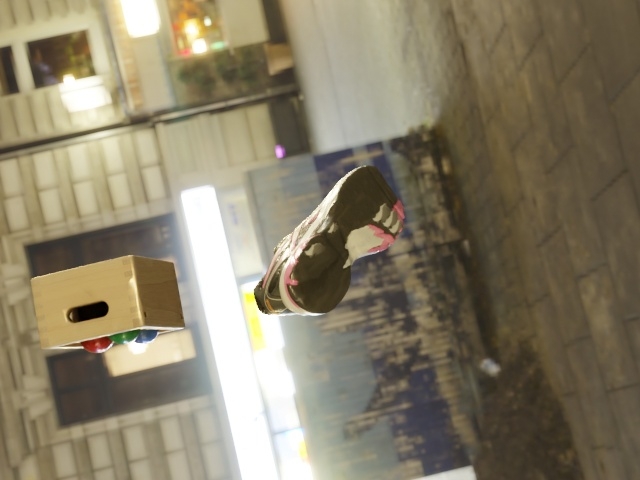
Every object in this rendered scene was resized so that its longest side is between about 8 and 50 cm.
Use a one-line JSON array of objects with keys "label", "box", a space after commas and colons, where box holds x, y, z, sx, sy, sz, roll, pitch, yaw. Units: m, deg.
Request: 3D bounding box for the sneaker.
[{"label": "sneaker", "box": [0.000, 0.000, 0.912, 0.178, 0.077, 0.072, -44, -72, -44]}]

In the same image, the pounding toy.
[{"label": "pounding toy", "box": [-0.258, 0.088, 1.309, 0.206, 0.181, 0.094, 20, -122, -75]}]
